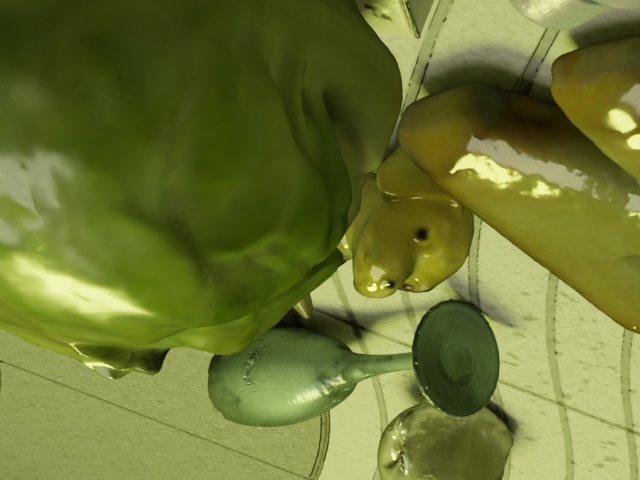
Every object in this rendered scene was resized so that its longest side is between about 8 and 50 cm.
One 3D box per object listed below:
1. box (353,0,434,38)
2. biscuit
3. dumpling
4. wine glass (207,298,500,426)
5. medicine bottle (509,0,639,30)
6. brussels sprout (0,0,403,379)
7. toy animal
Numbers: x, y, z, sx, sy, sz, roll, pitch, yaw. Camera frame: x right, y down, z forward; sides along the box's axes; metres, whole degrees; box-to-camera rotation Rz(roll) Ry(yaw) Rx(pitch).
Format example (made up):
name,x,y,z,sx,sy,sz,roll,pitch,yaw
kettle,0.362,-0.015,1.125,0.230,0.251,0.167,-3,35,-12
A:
name,x,y,z,sx,sy,sz,roll,pitch,yaw
box,-0.047,-0.227,0.847,0.194,0.111,0.260,13,157,22
biscuit,0.215,-0.022,1.118,0.290,0.062,0.237,36,151,-32
dumpling,0.121,0.216,1.620,0.118,0.136,0.199,46,150,38
wine glass,-0.025,0.047,1.490,0.309,0.096,0.264,-11,117,51
medicine bottle,0.179,-0.175,0.795,0.095,0.095,0.260,30,156,-18
brussels sprout,-0.125,-0.075,0.817,0.328,0.247,0.328,20,173,3
toy animal,-0.005,-0.009,1.249,0.168,0.121,0.233,32,151,-26
